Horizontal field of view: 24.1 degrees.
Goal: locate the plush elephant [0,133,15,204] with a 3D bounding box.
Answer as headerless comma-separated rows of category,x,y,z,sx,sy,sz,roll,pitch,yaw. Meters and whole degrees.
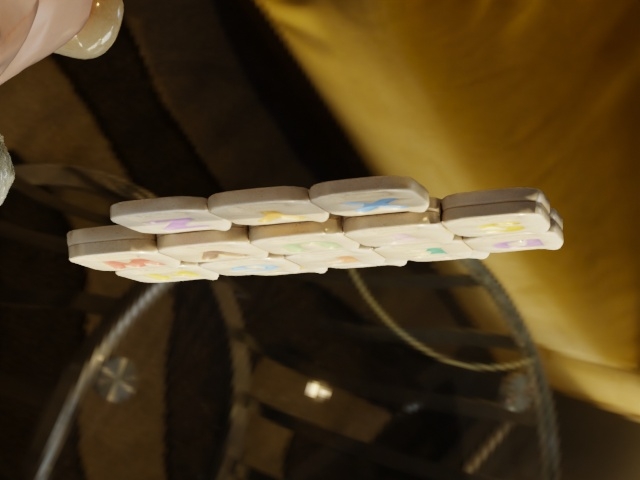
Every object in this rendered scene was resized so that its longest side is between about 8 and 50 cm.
plush elephant,-0.332,-0.188,0.955,0.272,0.330,0.255,57,45,-51

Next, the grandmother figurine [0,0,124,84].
grandmother figurine,-0.153,-0.070,0.528,0.342,0.104,0.208,-61,168,-67

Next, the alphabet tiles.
alphabet tiles,0.000,0.000,0.911,0.278,0.284,0.021,27,58,-74
